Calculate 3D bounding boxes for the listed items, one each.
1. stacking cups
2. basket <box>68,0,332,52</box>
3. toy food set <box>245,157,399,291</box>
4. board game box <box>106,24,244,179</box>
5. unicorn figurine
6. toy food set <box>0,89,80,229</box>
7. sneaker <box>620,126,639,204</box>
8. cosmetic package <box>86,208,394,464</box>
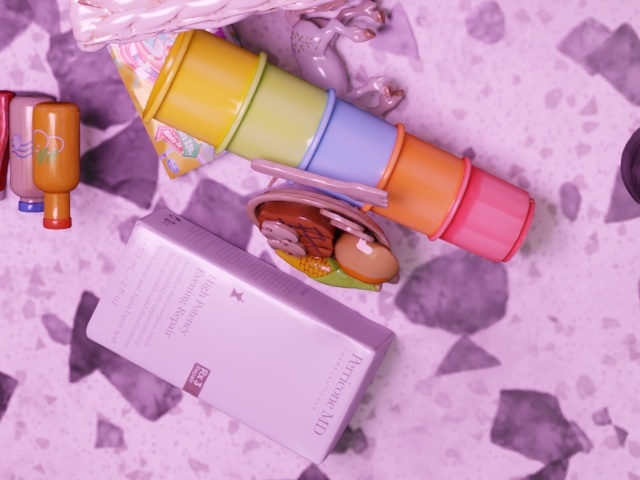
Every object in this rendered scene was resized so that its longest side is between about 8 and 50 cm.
[{"bbox_3d":[0.018,-0.072,1.576,0.316,0.096,0.096,24,105,-12],"label":"stacking cups"},{"bbox_3d":[-0.036,-0.312,1.456,0.331,0.328,0.266,-12,102,6],"label":"basket"},{"bbox_3d":[0.000,0.000,1.588,0.132,0.192,0.038,15,70,11],"label":"toy food set"},{"bbox_3d":[-0.113,-0.142,1.666,0.103,0.026,0.154,-25,94,15],"label":"board game box"},{"bbox_3d":[0.007,-0.129,1.632,0.111,0.060,0.162,-10,83,23],"label":"unicorn figurine"},{"bbox_3d":[-0.308,-0.072,1.676,0.232,0.111,0.105,3,100,9],"label":"toy food set"},{"bbox_3d":[0.361,0.003,1.538,0.286,0.130,0.109,26,102,5],"label":"sneaker"},{"bbox_3d":[-0.068,0.079,1.667,0.231,0.085,0.117,28,105,7],"label":"cosmetic package"}]
